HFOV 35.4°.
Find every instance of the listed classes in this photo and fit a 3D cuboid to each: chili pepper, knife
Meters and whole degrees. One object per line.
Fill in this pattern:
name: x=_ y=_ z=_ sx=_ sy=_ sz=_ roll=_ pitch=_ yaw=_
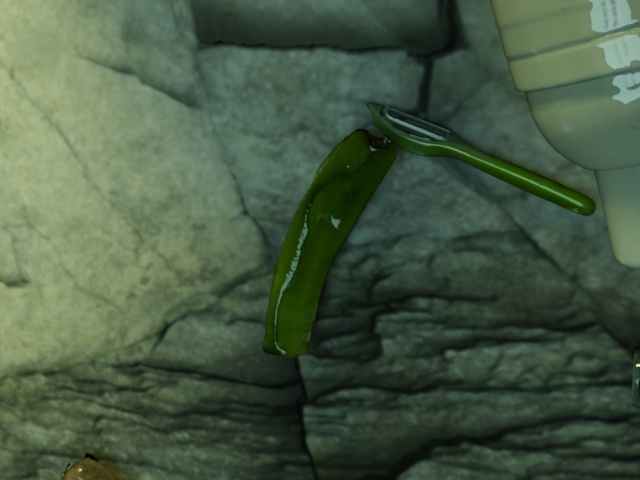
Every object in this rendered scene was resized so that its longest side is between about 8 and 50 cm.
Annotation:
chili pepper: x=0.000 y=0.000 z=0.767 sx=0.051 sy=0.050 sz=0.202 roll=22 pitch=112 yaw=-3
knife: x=0.111 y=-0.057 z=0.724 sx=0.184 sy=0.022 sz=0.026 roll=25 pitch=87 yaw=14

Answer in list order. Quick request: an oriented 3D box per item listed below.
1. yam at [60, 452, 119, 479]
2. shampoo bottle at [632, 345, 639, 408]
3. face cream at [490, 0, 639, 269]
yam: x=-0.138 y=0.297 z=0.906 sx=0.264 sy=0.046 sz=0.046 roll=47 pitch=115 yaw=2
shampoo bottle: x=0.331 y=0.101 z=0.669 sx=0.233 sy=0.049 sz=0.087 roll=3 pitch=107 yaw=20
face cream: x=0.181 y=-0.138 z=0.605 sx=0.145 sy=0.145 sz=0.370 roll=-13 pitch=99 yaw=24
